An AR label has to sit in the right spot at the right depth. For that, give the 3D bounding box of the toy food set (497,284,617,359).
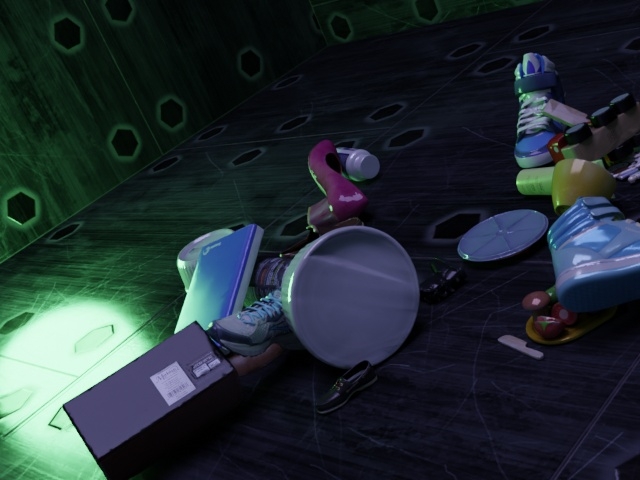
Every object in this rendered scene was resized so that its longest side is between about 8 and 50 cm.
[{"bbox_3d":[0.419,0.116,1.568,0.217,0.071,0.128,-29,22,-11],"label":"toy food set"}]

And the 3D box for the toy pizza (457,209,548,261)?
[{"bbox_3d":[0.393,-0.004,1.920,0.201,0.032,0.201,-22,21,9],"label":"toy pizza"}]

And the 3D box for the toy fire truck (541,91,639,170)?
[{"bbox_3d":[0.603,-0.253,2.090,0.217,0.159,0.246,-34,11,-17],"label":"toy fire truck"}]

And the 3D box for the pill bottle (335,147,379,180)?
[{"bbox_3d":[0.099,-0.224,2.640,0.094,0.094,0.169,-34,23,-22],"label":"pill bottle"}]

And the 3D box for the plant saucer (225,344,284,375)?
[{"bbox_3d":[-0.159,0.227,1.966,0.198,0.036,0.199,-21,23,9],"label":"plant saucer"}]

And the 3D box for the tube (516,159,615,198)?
[{"bbox_3d":[0.543,-0.134,1.994,0.240,0.070,0.062,3,74,55],"label":"tube"}]

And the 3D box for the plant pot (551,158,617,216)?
[{"bbox_3d":[0.539,-0.093,1.872,0.134,0.134,0.095,2,59,49],"label":"plant pot"}]

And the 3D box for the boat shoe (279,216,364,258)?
[{"bbox_3d":[0.005,0.001,2.227,0.257,0.095,0.095,-38,25,-29],"label":"boat shoe"}]

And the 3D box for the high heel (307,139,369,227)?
[{"bbox_3d":[0.065,-0.177,2.488,0.181,0.127,0.377,-24,41,25],"label":"high heel"}]

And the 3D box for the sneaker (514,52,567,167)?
[{"bbox_3d":[0.539,-0.349,2.275,0.130,0.236,0.323,-11,25,31],"label":"sneaker"}]

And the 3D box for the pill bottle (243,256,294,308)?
[{"bbox_3d":[-0.119,0.102,2.078,0.245,0.130,0.130,2,34,47],"label":"pill bottle"}]

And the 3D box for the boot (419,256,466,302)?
[{"bbox_3d":[0.238,0.084,1.871,0.099,0.045,0.121,-35,24,-15],"label":"boot"}]

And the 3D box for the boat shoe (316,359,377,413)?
[{"bbox_3d":[0.043,0.270,1.653,0.133,0.042,0.049,-33,26,-16],"label":"boat shoe"}]

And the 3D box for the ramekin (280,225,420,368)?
[{"bbox_3d":[0.048,0.107,1.739,0.272,0.273,0.127,-32,12,-19],"label":"ramekin"}]

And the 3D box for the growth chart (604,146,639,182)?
[{"bbox_3d":[0.685,-0.179,2.032,0.172,0.021,0.237,-30,22,-12],"label":"growth chart"}]

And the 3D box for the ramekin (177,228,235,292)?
[{"bbox_3d":[-0.283,0.056,2.384,0.207,0.109,0.207,-21,23,9],"label":"ramekin"}]

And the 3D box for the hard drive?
[{"bbox_3d":[-0.242,0.128,2.043,0.210,0.040,0.319,-23,43,43],"label":"hard drive"}]

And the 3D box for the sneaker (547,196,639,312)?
[{"bbox_3d":[0.541,-0.007,1.529,0.318,0.127,0.208,-10,48,3],"label":"sneaker"}]

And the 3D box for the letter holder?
[{"bbox_3d":[-0.312,0.341,1.754,0.301,0.214,0.152,-32,55,-19],"label":"letter holder"}]

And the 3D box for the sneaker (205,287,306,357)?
[{"bbox_3d":[-0.110,0.150,1.793,0.110,0.122,0.283,35,23,35],"label":"sneaker"}]
